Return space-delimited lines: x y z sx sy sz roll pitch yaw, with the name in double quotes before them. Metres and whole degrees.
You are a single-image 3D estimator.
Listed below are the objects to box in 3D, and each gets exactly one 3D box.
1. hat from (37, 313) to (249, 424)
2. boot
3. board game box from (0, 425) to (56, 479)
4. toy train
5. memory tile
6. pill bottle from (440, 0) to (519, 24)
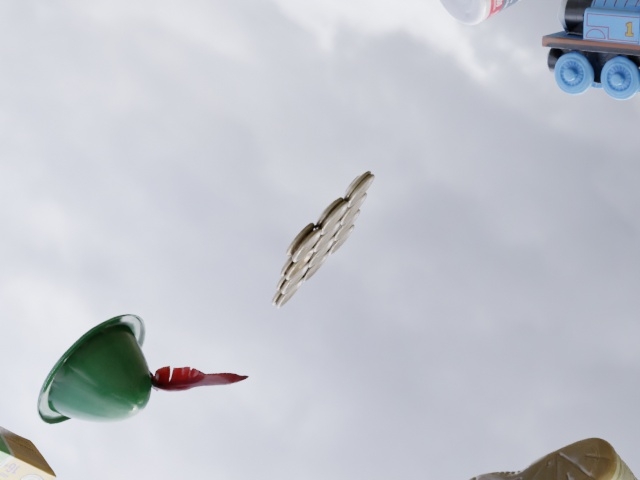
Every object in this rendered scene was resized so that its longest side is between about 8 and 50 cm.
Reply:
"hat" -0.220 0.205 2.167 0.173 0.208 0.183 -37 -113 -28
"boot" 0.251 0.319 1.875 0.203 0.262 0.095 43 -144 -27
"board game box" -0.444 0.291 1.737 0.064 0.316 0.242 44 -175 40
"toy train" 0.301 -0.189 1.716 0.184 0.105 0.080 11 -163 34
"memory tile" 0.000 0.000 1.592 0.012 0.113 0.148 40 156 8
"pill bottle" 0.233 -0.347 2.188 0.180 0.108 0.108 -30 -124 -21
